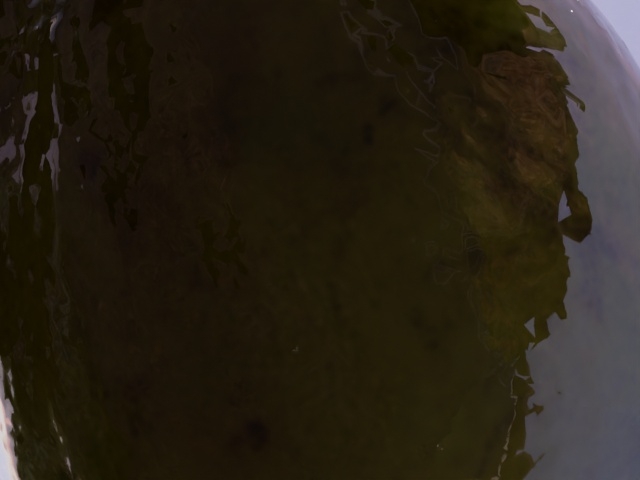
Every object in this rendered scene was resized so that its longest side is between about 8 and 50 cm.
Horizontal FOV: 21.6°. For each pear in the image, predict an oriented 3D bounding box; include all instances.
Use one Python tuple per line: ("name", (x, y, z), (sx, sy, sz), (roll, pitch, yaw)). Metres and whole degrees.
("pear", (0.000, 0.000, 0.608), (0.287, 0.287, 0.375), (-5, -71, 40))
